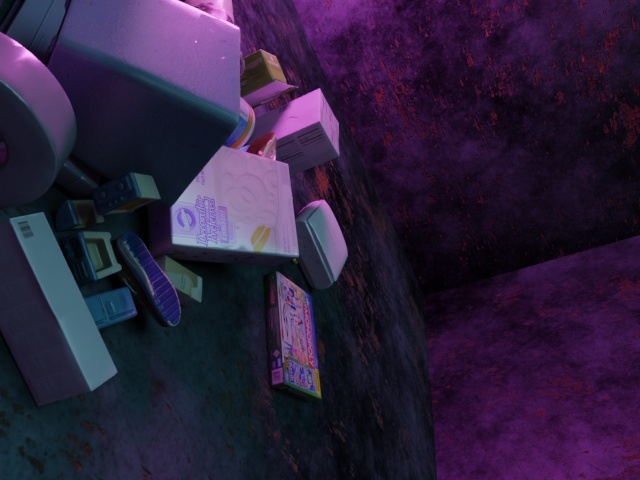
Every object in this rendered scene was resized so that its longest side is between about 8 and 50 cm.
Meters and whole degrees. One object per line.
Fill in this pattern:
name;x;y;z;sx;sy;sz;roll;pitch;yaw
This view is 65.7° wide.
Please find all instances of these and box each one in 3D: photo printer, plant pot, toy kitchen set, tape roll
photo printer;0.000;0.000;1.751;0.255;0.107;0.307;67;19;-13
plant pot;-0.299;-0.247;0.794;0.252;0.247;0.247;20;48;-33
toy kitchen set;-0.319;0.021;0.756;0.207;0.166;0.122;71;19;0
tape roll;-0.410;-0.140;0.576;0.219;0.219;0.072;54;26;-41

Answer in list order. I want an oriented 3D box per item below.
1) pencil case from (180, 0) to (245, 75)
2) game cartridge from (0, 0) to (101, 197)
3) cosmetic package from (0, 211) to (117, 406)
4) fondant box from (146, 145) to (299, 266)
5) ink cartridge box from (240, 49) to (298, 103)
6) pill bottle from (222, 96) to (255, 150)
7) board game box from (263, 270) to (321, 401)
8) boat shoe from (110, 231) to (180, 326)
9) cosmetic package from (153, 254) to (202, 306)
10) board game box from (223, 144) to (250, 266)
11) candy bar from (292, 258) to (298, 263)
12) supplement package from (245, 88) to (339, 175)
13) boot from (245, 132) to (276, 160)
pencil case;-0.306;-0.612;1.343;0.183;0.160;0.410;113;-31;-61
game cartridge;-0.446;-0.266;0.852;0.230;0.068;0.354;55;24;-48
cosmetic package;-0.370;0.091;0.656;0.060;0.099;0.238;-44;114;-72
fondant box;-0.206;-0.076;1.081;0.330;0.096;0.238;7;69;-45
ink cartridge box;-0.201;-0.490;1.547;0.096;0.189;0.255;67;18;-6
pill bottle;-0.278;-0.307;1.075;0.272;0.152;0.152;34;40;-55
board game box;-0.077;0.267;1.377;0.213;0.046;0.317;43;33;-52
boat shoe;-0.313;0.076;0.872;0.183;0.066;0.066;63;17;-5
cosmetic package;-0.286;0.082;0.981;0.115;0.041;0.060;45;32;-52
board game box;-0.211;-0.111;1.319;0.253;0.079;0.336;67;19;-11
candy bar;-0.113;0.014;1.563;0.161;0.018;0.040;55;24;-36
supplement package;-0.087;-0.330;1.588;0.145;0.262;0.204;55;24;-39
boot;-0.134;-0.180;1.353;0.165;0.077;0.213;55;31;-35
